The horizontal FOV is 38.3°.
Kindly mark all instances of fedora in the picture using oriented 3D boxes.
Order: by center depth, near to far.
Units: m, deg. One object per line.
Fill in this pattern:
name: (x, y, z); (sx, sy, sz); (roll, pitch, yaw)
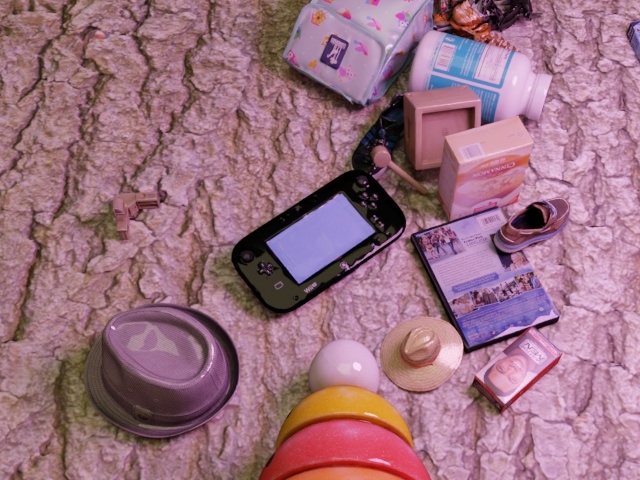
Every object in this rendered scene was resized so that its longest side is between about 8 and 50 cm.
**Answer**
fedora: (-0.271, 0.192, 1.530); (0.275, 0.124, 0.244); (26, 62, 17)

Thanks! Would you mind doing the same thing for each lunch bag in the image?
lunch bag: (0.075, -0.418, 1.885); (0.223, 0.160, 0.262); (32, 75, 16)

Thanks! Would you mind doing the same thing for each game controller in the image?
game controller: (0.000, 0.000, 1.677); (0.319, 0.067, 0.166); (-34, 63, -17)

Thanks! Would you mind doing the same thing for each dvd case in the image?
dvd case: (0.291, 0.065, 1.656); (0.180, 0.022, 0.253); (-18, 60, -8)

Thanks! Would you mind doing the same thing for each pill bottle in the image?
pill bottle: (0.315, -0.314, 1.818); (0.264, 0.146, 0.146); (18, 60, 12)

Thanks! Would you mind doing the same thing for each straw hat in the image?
straw hat: (0.168, 0.177, 1.555); (0.144, 0.061, 0.144); (-4, 60, 7)

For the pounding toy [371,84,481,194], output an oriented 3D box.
pounding toy: (0.191, -0.187, 1.754); (0.206, 0.181, 0.094); (-8, 31, -8)

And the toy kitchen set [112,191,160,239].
toy kitchen set: (-0.344, -0.056, 1.719); (0.075, 0.068, 0.083); (-4, 58, -1)

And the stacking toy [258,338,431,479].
stacking toy: (0.034, 0.343, 1.379); (0.350, 0.351, 0.480); (-1, 39, 1)

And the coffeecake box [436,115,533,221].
coffeecake box: (0.295, -0.127, 1.678); (0.142, 0.185, 0.068); (-17, 59, -8)

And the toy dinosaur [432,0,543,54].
toy dinosaur: (0.341, -0.483, 1.950); (0.218, 0.164, 0.322); (-30, 80, 0)

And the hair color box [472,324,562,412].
hair color box: (0.331, 0.215, 1.548); (0.141, 0.043, 0.072); (-37, 65, -19)

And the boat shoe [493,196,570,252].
boat shoe: (0.397, -0.037, 1.675); (0.183, 0.066, 0.066); (-30, 68, -30)

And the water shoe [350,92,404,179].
water shoe: (0.115, -0.205, 1.793); (0.073, 0.080, 0.203); (22, 61, 15)

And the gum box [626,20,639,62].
gum box: (0.744, -0.386, 1.912); (0.157, 0.041, 0.184); (-9, 57, -4)
